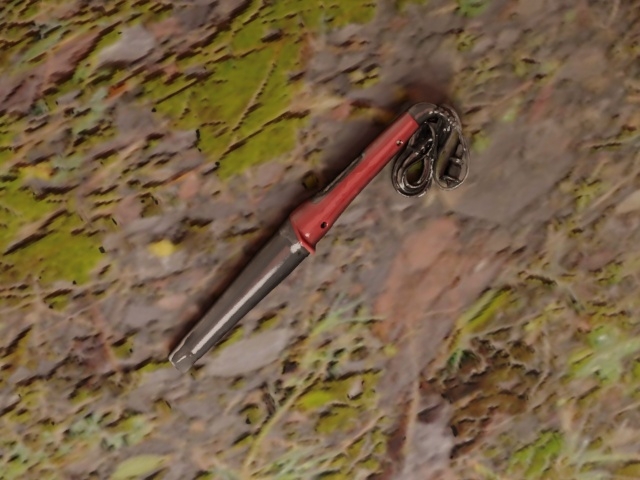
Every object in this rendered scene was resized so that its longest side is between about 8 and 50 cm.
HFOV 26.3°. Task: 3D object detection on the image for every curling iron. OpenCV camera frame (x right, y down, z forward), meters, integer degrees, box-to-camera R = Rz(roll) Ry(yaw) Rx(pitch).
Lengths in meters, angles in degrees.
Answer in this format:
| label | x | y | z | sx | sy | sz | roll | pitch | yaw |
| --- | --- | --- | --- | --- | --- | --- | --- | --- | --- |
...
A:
| label | x | y | z | sx | sy | sz | roll | pitch | yaw |
| --- | --- | --- | --- | --- | --- | --- | --- | --- | --- |
| curling iron | 0.000 | 0.000 | 0.977 | 0.274 | 0.035 | 0.068 | -40 | 96 | -5 |
